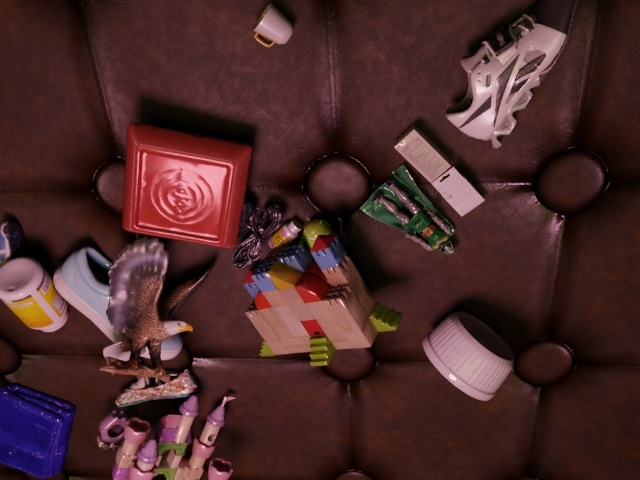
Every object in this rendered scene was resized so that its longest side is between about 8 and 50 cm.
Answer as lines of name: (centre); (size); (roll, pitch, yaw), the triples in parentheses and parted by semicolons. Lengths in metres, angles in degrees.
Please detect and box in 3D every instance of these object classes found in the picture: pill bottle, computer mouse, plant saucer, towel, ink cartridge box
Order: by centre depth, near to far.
plant saucer: (-0.292, -0.101, 1.306); (0.258, 0.048, 0.259); (10, 120, -6)
ink cartridge box: (0.294, -0.110, 1.321); (0.062, 0.029, 0.115); (-37, 117, 23)
computer mouse: (-0.235, -0.066, 1.396); (0.272, 0.072, 0.189); (30, 117, -17)
pill bottle: (-0.080, -0.012, 1.421); (0.043, 0.043, 0.083); (40, 116, -15)
pill bottle: (-0.703, 0.141, 1.511); (0.117, 0.117, 0.215); (3, 145, 5)
towel: (-0.868, 0.578, 1.832); (0.227, 0.076, 0.308); (21, 120, -6)

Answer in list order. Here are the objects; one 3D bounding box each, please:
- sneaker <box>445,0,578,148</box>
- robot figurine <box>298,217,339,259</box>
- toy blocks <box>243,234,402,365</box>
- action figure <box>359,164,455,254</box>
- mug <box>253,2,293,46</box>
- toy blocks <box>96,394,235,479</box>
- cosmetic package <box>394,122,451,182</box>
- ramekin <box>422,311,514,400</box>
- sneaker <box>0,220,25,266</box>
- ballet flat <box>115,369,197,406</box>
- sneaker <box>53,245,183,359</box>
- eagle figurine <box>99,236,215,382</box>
sneaker: (0.345, -0.338, 1.139); (0.146, 0.122, 0.331); (21, 119, -8)
robot figurine: (0.000, 0.000, 1.404); (0.101, 0.067, 0.115); (10, 128, 38)
toy blocks: (-0.044, 0.126, 1.398); (0.381, 0.191, 0.261); (-13, 119, 37)
action figure: (0.218, -0.043, 1.362); (0.232, 0.063, 0.137); (38, 114, -18)
mug: (-0.089, -0.415, 1.193); (0.064, 0.078, 0.062); (31, 86, -21)
toy blocks: (-0.402, 0.514, 1.644); (0.288, 0.309, 0.260); (15, 102, -36)
cosmetic package: (0.214, -0.184, 1.290); (0.115, 0.041, 0.060); (42, 117, -16)
ramekin: (0.354, 0.261, 1.440); (0.207, 0.207, 0.109); (32, 110, -12)
sneaker: (-0.781, 0.044, 1.514); (0.081, 0.080, 0.211); (13, 120, -3)
ballet flat: (-0.453, 0.402, 1.693); (0.240, 0.091, 0.077); (-11, 88, 8)
sneaker: (-0.475, 0.154, 1.511); (0.365, 0.135, 0.150); (38, 120, -15)
eagle figurine: (-0.376, 0.167, 1.410); (0.225, 0.299, 0.226); (8, 163, -5)
